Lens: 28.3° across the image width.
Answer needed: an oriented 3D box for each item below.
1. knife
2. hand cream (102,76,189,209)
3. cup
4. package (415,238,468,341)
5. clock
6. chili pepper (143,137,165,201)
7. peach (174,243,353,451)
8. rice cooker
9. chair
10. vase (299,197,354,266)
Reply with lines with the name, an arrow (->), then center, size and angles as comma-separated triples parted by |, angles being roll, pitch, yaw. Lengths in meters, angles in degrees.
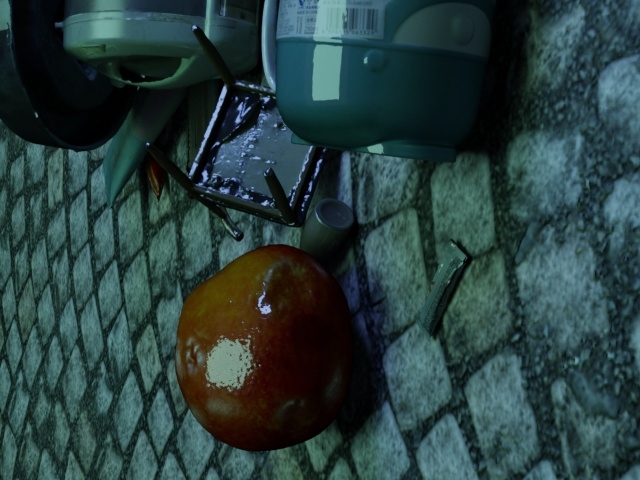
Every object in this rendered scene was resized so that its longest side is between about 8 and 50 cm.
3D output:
knife -> -0.163, -0.226, 1.876 | 0.089, 0.043, 0.365 | -13, 69, 26
hand cream -> -0.287, -0.190, 2.025 | 0.312, 0.070, 0.111 | -51, 41, 36
cup -> 0.044, -0.220, 1.300 | 0.290, 0.219, 0.257 | 12, 98, 48
package -> 0.125, 0.053, 1.332 | 0.037, 0.015, 0.110 | 56, 132, 49
clock -> -0.369, -0.319, 1.830 | 0.076, 0.386, 0.386 | 3, 88, 18
chili pepper -> -0.271, -0.134, 2.062 | 0.045, 0.027, 0.178 | -44, 47, 34
peach -> -0.056, 0.125, 1.463 | 0.243, 0.199, 0.243 | -25, 54, 41
rice cooker -> -0.209, -0.346, 1.738 | 0.288, 0.288, 0.277 | -2, 85, 61
chair -> -0.075, -0.115, 1.545 | 0.272, 0.166, 0.188 | 65, -137, -69
vase -> 0.000, 0.000, 1.531 | 0.100, 0.053, 0.053 | 119, 144, -44
